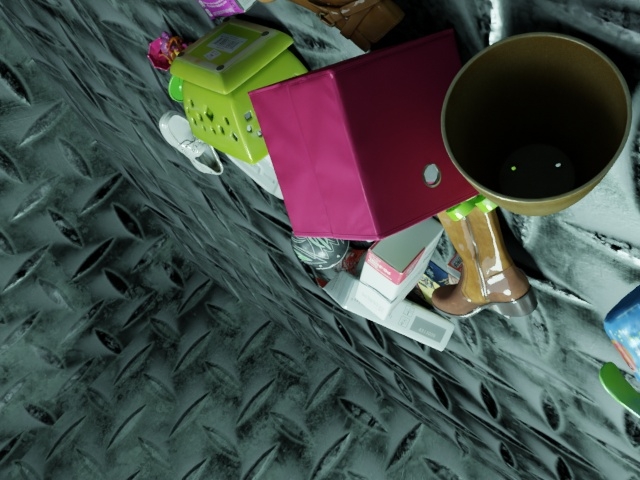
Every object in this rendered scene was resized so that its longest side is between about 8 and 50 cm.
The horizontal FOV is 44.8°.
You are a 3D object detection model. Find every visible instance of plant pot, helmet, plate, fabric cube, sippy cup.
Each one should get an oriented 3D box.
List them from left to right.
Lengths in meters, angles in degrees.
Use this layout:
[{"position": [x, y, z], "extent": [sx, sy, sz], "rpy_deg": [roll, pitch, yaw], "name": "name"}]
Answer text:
[{"position": [-0.162, -0.327, 1.619], "extent": [0.228, 0.227, 0.207], "rpy_deg": [28, 152, 40], "name": "plant pot"}, {"position": [-0.182, -0.230, 2.198], "extent": [0.278, 0.045, 0.277], "rpy_deg": [41, 163, 1], "name": "plate"}, {"position": [0.000, 0.000, 2.171], "extent": [0.169, 0.169, 0.161], "rpy_deg": [39, 180, 9], "name": "helmet"}, {"position": [0.081, -0.166, 1.251], "extent": [0.259, 0.254, 0.258], "rpy_deg": [4, 114, 57], "name": "fabric cube"}, {"position": [0.306, -0.129, 1.113], "extent": [0.237, 0.237, 0.254], "rpy_deg": [35, 176, 21], "name": "plant pot"}, {"position": [0.581, 0.162, 1.223], "extent": [0.224, 0.305, 0.240], "rpy_deg": [50, -167, 9], "name": "sippy cup"}]

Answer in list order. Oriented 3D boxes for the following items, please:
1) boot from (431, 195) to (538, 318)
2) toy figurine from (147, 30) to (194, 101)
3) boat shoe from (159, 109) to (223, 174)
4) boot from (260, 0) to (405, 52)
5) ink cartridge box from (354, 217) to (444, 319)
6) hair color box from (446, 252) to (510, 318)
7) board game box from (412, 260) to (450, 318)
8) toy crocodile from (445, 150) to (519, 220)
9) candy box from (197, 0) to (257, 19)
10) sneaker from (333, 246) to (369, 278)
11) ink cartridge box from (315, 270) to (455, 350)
[{"position": [0.293, 0.038, 1.631], "extent": [0.264, 0.096, 0.280], "rpy_deg": [2, 130, 54], "name": "boot"}, {"position": [-0.369, -0.463, 1.948], "extent": [0.159, 0.130, 0.173], "rpy_deg": [45, 144, 23], "name": "toy figurine"}, {"position": [-0.386, -0.299, 2.398], "extent": [0.096, 0.098, 0.277], "rpy_deg": [27, 167, 40], "name": "boat shoe"}, {"position": [0.008, -0.402, 1.286], "extent": [0.220, 0.109, 0.283], "rpy_deg": [39, 161, -15], "name": "boot"}, {"position": [0.180, 0.055, 1.820], "extent": [0.100, 0.172, 0.237], "rpy_deg": [37, 152, 15], "name": "ink cartridge box"}, {"position": [0.375, 0.101, 1.781], "extent": [0.167, 0.053, 0.093], "rpy_deg": [33, 162, 29], "name": "hair color box"}, {"position": [0.268, 0.097, 2.027], "extent": [0.243, 0.042, 0.165], "rpy_deg": [38, 163, 10], "name": "board game box"}, {"position": [0.269, -0.116, 1.417], "extent": [0.115, 0.105, 0.340], "rpy_deg": [45, 167, -7], "name": "toy crocodile"}, {"position": [-0.226, -0.539, 1.471], "extent": [0.233, 0.071, 0.159], "rpy_deg": [51, 161, -28], "name": "candy box"}, {"position": [0.099, 0.061, 2.225], "extent": [0.145, 0.090, 0.270], "rpy_deg": [35, 165, 13], "name": "sneaker"}, {"position": [0.170, 0.168, 2.182], "extent": [0.308, 0.091, 0.385], "rpy_deg": [24, -176, -14], "name": "ink cartridge box"}]
